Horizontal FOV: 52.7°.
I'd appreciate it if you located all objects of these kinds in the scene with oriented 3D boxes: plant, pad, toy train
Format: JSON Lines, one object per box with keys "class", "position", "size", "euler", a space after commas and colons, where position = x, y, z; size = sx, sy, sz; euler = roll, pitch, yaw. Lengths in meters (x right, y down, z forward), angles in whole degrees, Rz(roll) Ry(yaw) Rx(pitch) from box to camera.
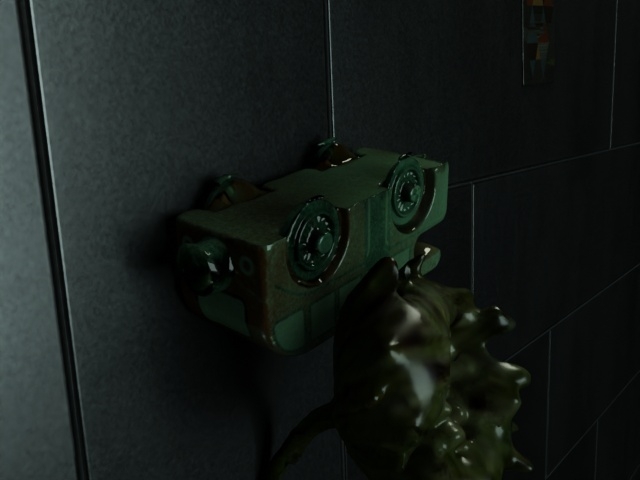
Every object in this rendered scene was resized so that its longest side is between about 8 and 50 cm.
{"class": "plant", "position": [0.014, 0.156, 0.582], "size": [0.180, 0.333, 0.251], "euler": [24, 53, -49]}
{"class": "pad", "position": [0.377, -0.377, 1.115], "size": [0.143, 0.003, 0.211], "euler": [-22, 111, -47]}
{"class": "toy train", "position": [0.000, 0.000, 0.632], "size": [0.326, 0.129, 0.159], "euler": [-27, 121, -45]}
